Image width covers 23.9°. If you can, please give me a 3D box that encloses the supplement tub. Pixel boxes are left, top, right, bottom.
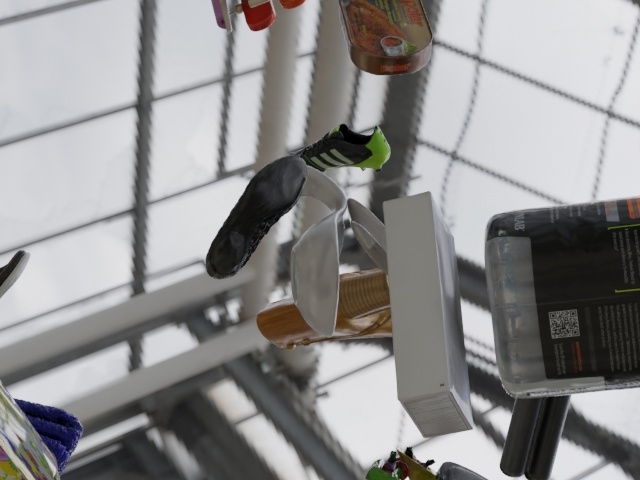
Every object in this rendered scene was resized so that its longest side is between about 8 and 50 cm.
[{"bbox_3d":[0.352,0.053,1.614,0.207,0.338,0.207,-6,90,-80],"label":"supplement tub"}]

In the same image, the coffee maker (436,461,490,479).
[{"bbox_3d":[0.173,0.412,2.206,0.178,0.120,0.171,-58,-148,26],"label":"coffee maker"}]

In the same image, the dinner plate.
[{"bbox_3d":[0.072,0.007,1.869,0.141,0.017,0.141,48,-12,14],"label":"dinner plate"}]

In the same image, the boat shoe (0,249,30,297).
[{"bbox_3d":[-0.407,0.057,1.874,0.038,0.046,0.125,38,-78,3],"label":"boat shoe"}]

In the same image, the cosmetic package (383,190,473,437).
[{"bbox_3d":[0.110,0.076,1.578,0.099,0.060,0.239,61,22,-54],"label":"cosmetic package"}]

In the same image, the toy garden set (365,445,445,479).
[{"bbox_3d":[0.185,0.337,1.995,0.244,0.049,0.204,26,0,6],"label":"toy garden set"}]

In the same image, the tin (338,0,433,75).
[{"bbox_3d":[0.082,-0.269,1.909,0.189,0.106,0.040,-100,-176,-51],"label":"tin"}]

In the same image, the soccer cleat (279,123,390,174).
[{"bbox_3d":[0.014,-0.133,2.220,0.179,0.060,0.072,-6,-57,19],"label":"soccer cleat"}]

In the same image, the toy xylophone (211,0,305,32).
[{"bbox_3d":[-0.014,-0.381,2.021,0.236,0.323,0.081,-95,160,-47],"label":"toy xylophone"}]

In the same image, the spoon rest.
[{"bbox_3d":[0.000,0.000,1.818,0.276,0.084,0.137,-104,-165,-50],"label":"spoon rest"}]

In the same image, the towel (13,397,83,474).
[{"bbox_3d":[-0.462,0.324,1.986,0.076,0.228,0.308,-99,-149,-48],"label":"towel"}]

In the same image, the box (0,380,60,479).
[{"bbox_3d":[-0.420,0.268,1.484,0.177,0.290,0.279,57,-7,-13],"label":"box"}]

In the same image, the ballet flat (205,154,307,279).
[{"bbox_3d":[-0.075,-0.029,1.682,0.057,0.173,0.049,42,-20,-11],"label":"ballet flat"}]

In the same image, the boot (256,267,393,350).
[{"bbox_3d":[0.050,0.095,2.100,0.211,0.295,0.104,-16,-103,23],"label":"boot"}]

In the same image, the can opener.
[{"bbox_3d":[0.301,0.185,2.054,0.095,0.076,0.283,176,-70,-75],"label":"can opener"}]
